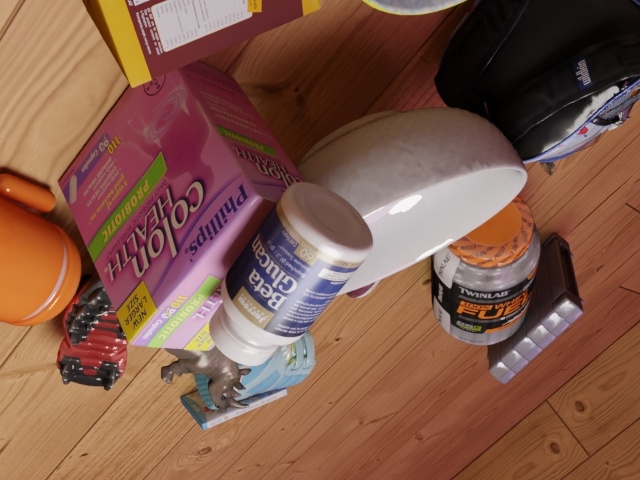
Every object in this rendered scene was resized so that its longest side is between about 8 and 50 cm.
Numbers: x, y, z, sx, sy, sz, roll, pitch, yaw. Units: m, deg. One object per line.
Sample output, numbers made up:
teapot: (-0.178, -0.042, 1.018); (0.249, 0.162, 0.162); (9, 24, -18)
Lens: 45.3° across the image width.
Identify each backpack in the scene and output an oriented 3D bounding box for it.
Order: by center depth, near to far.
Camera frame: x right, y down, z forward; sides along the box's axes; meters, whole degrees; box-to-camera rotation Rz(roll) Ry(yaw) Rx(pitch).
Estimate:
backpack: (0.294, -0.234, 0.991); (0.263, 0.277, 0.213); (-42, 156, 27)

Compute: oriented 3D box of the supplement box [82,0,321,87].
supplement box: (-0.118, -0.272, 0.647); (0.194, 0.129, 0.191); (-27, 148, -13)

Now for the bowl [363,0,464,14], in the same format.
bowl: (0.094, -0.370, 0.686); (0.289, 0.156, 0.289); (-25, 148, -17)

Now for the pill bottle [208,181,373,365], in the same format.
pill bottle: (-0.034, 0.037, 0.712); (0.094, 0.094, 0.169); (4, 131, -46)

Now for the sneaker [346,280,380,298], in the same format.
sneaker: (0.078, 0.020, 1.305); (0.083, 0.070, 0.186); (12, 120, -40)

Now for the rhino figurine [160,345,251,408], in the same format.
rhino figurine: (-0.187, 0.168, 1.141); (0.106, 0.073, 0.243); (-37, 105, 15)

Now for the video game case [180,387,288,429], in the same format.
video game case: (-0.158, 0.282, 1.395); (0.166, 0.119, 0.015); (-19, 112, -24)

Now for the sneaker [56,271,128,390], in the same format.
sneaker: (-0.273, 0.085, 0.978); (0.097, 0.135, 0.276); (14, 145, -17)

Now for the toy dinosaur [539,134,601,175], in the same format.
toy dinosaur: (0.447, -0.219, 1.270); (0.200, 0.127, 0.296); (-21, 153, -33)

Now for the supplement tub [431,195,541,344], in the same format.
supplement tub: (0.301, 0.049, 1.423); (0.193, 0.194, 0.316); (-29, 148, -9)

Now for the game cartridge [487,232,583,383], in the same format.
game cartridge: (0.445, 0.137, 1.618); (0.230, 0.068, 0.355); (-55, -178, 25)

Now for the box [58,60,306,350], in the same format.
box: (-0.146, -0.044, 0.826); (0.213, 0.243, 0.117); (-47, 147, 21)

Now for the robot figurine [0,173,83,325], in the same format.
robot figurine: (-0.352, 0.022, 0.833); (0.128, 0.158, 0.219); (-25, 152, 15)

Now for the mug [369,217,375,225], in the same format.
mug: (0.003, 0.006, 1.167); (0.169, 0.113, 0.150); (-32, 147, 3)

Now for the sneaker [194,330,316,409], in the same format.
sneaker: (-0.077, 0.158, 1.288); (0.208, 0.127, 0.319); (-8, 150, -33)

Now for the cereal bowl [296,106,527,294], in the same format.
cereal bowl: (0.072, -0.058, 0.941); (0.338, 0.141, 0.339); (-23, 165, -6)
